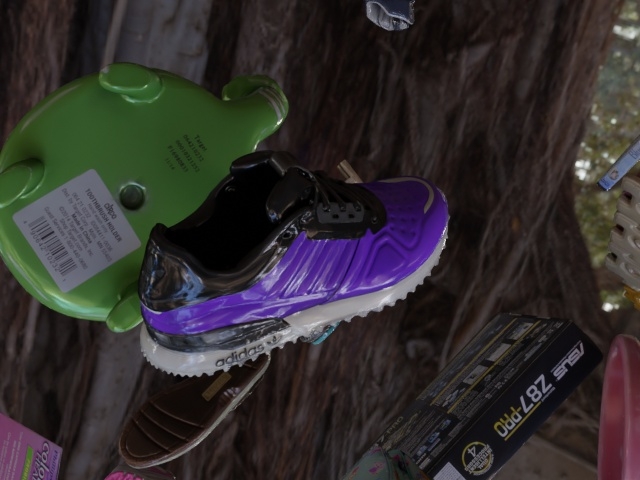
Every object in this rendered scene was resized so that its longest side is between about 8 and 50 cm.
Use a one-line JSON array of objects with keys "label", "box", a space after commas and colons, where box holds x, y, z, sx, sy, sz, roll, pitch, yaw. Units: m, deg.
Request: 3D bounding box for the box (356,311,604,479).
[{"label": "box", "box": [0.254, 0.291, 1.483, 0.097, 0.395, 0.318, 47, 170, -7]}]

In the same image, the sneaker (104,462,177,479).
[{"label": "sneaker", "box": [-0.291, 0.484, 1.640, 0.252, 0.103, 0.111, 34, -177, -15]}]

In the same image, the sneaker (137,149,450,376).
[{"label": "sneaker", "box": [-0.009, -0.011, 0.683, 0.293, 0.146, 0.102, -25, -136, -28]}]

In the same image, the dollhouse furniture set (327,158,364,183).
[{"label": "dollhouse furniture set", "box": [0.000, 0.000, 1.439, 0.161, 0.212, 0.242, 53, 180, -2]}]

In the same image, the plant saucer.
[{"label": "plant saucer", "box": [0.488, 0.313, 1.345, 0.084, 0.332, 0.332, 4, -157, 13]}]

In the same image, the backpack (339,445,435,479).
[{"label": "backpack", "box": [0.087, 0.380, 1.148, 0.144, 0.166, 0.188, 43, -174, -26]}]

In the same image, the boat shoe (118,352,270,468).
[{"label": "boat shoe", "box": [-0.174, 0.242, 1.271, 0.257, 0.095, 0.095, -36, -109, -14]}]

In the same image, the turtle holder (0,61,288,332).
[{"label": "turtle holder", "box": [-0.190, -0.075, 0.897, 0.243, 0.320, 0.227, 29, 174, -19]}]

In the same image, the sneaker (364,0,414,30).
[{"label": "sneaker", "box": [0.160, -0.444, 1.508, 0.226, 0.164, 0.086, -7, -174, -37]}]

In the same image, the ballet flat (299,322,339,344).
[{"label": "ballet flat", "box": [0.051, 0.019, 1.843, 0.182, 0.164, 0.483, 49, -133, -5]}]

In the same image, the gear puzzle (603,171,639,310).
[{"label": "gear puzzle", "box": [0.400, 0.032, 0.958, 0.175, 0.044, 0.339, 36, 169, 24]}]

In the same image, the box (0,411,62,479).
[{"label": "box", "box": [-0.582, 0.361, 1.410, 0.213, 0.243, 0.117, -8, -122, 15]}]

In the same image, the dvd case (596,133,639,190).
[{"label": "dvd case", "box": [0.499, -0.185, 1.225, 0.022, 0.253, 0.180, 42, -118, 9]}]
